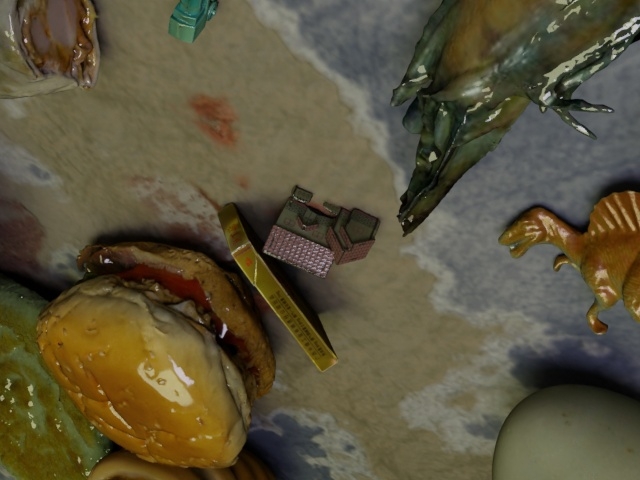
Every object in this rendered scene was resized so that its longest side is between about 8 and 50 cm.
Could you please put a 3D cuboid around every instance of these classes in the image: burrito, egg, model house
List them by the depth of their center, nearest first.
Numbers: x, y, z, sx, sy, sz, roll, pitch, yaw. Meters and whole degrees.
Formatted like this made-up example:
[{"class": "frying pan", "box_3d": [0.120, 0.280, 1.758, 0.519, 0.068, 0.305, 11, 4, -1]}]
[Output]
[{"class": "burrito", "box_3d": [-0.321, -0.170, 0.703, 0.299, 0.105, 0.143, 2, 138, 24]}, {"class": "model house", "box_3d": [0.000, 0.000, 0.744, 0.083, 0.058, 0.057, 26, 140, 1]}, {"class": "egg", "box_3d": [0.250, 0.233, 0.758, 0.188, 0.188, 0.254, -26, 111, 44]}]

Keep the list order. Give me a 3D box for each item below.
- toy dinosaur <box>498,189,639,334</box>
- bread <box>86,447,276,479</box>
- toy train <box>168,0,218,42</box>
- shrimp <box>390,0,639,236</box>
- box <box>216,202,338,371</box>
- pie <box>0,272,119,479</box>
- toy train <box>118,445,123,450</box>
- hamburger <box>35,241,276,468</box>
[{"class": "toy dinosaur", "box_3d": [0.241, 0.008, 0.620, 0.142, 0.057, 0.212, 53, 138, -3]}, {"class": "bread", "box_3d": [-0.149, 0.292, 1.016, 0.173, 0.121, 0.311, 14, 171, 16]}, {"class": "toy train", "box_3d": [-0.085, -0.182, 0.607, 0.029, 0.045, 0.092, 24, 142, 0]}, {"class": "shrimp", "box_3d": [0.193, -0.100, 0.463, 0.272, 0.085, 0.445, 54, 133, 3]}, {"class": "box", "box_3d": [-0.039, 0.043, 0.797, 0.022, 0.089, 0.156, -35, 121, 1]}, {"class": "pie", "box_3d": [-0.350, 0.173, 1.047, 0.323, 0.070, 0.323, 16, 121, 28]}, {"class": "toy train", "box_3d": [-0.308, 0.284, 1.195, 0.204, 0.083, 0.131, -9, 130, 36]}, {"class": "hamburger", "box_3d": [-0.163, 0.115, 0.873, 0.244, 0.163, 0.244, 16, 142, 13]}]
